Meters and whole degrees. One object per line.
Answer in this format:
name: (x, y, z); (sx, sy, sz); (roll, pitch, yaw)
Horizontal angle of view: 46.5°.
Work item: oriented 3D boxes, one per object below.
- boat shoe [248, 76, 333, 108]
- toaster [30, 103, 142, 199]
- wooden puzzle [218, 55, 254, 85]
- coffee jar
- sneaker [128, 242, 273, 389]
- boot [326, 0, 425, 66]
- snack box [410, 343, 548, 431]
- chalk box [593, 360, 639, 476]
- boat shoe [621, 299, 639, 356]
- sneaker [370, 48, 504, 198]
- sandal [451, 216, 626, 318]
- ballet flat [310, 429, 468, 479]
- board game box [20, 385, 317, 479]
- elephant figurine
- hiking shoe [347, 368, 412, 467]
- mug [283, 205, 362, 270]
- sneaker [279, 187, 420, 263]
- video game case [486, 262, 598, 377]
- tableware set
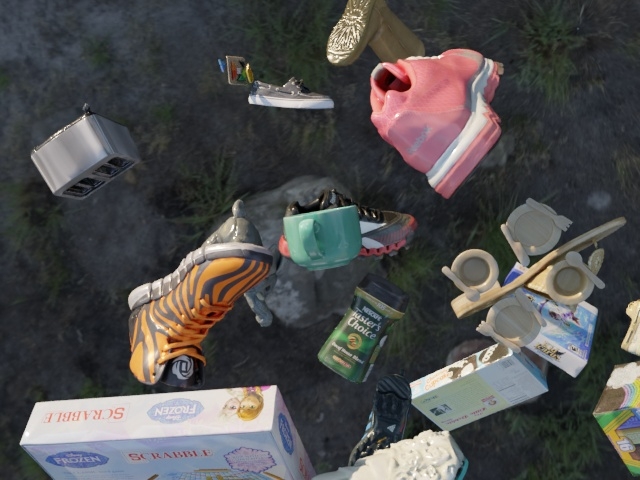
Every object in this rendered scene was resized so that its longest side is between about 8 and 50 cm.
boat shoe: (-0.073, -0.369, 1.857); (0.229, 0.080, 0.076); (10, 103, 26)
toaster: (-0.481, -0.176, 1.536); (0.168, 0.186, 0.110); (-33, 83, 7)
wooden puzzle: (-0.208, -0.429, 1.882); (0.014, 0.116, 0.078); (-5, 102, 36)
coffee jar: (0.079, 0.153, 1.321); (0.096, 0.079, 0.184); (30, 92, 18)
sneaker: (-0.183, 0.130, 1.140); (0.321, 0.125, 0.180); (-30, 54, 40)
boot: (0.145, -0.454, 1.787); (0.089, 0.269, 0.236); (16, 76, 39)
snack box: (0.412, 0.391, 1.979); (0.322, 0.060, 0.187); (-31, 123, 26)
chalk box: (0.759, 0.353, 1.545); (0.289, 0.180, 0.179); (-25, 103, 47)
boat shoe: (0.528, 0.123, 1.230); (0.045, 0.050, 0.135); (13, 92, 32)
sneaker: (0.125, -0.172, 0.845); (0.136, 0.314, 0.116); (33, 118, -9)
sandal: (0.290, 0.062, 0.944); (0.240, 0.088, 0.079); (-28, 73, 12)
ballet flat: (0.006, 0.359, 0.860); (0.147, 0.147, 0.409); (41, 77, 4)
board game box: (-0.173, 0.315, 0.990); (0.319, 0.066, 0.318); (-6, 135, 10)
elephant figurine: (-0.164, 0.062, 1.808); (0.186, 0.169, 0.239); (-41, 132, 13)
hiking shoe: (0.154, 0.458, 1.747); (0.113, 0.132, 0.304); (21, 93, 17)
mug: (-0.003, 0.000, 1.276); (0.129, 0.158, 0.097); (-6, 95, 48)
sneaker: (0.055, -0.034, 1.426); (0.276, 0.097, 0.135); (-4, 118, -2)
video game case: (0.564, 0.190, 1.876); (0.244, 0.269, 0.061); (30, 122, 10)
tableware set: (0.240, 0.044, 0.882); (0.169, 0.020, 0.141); (-41, 93, 16)
